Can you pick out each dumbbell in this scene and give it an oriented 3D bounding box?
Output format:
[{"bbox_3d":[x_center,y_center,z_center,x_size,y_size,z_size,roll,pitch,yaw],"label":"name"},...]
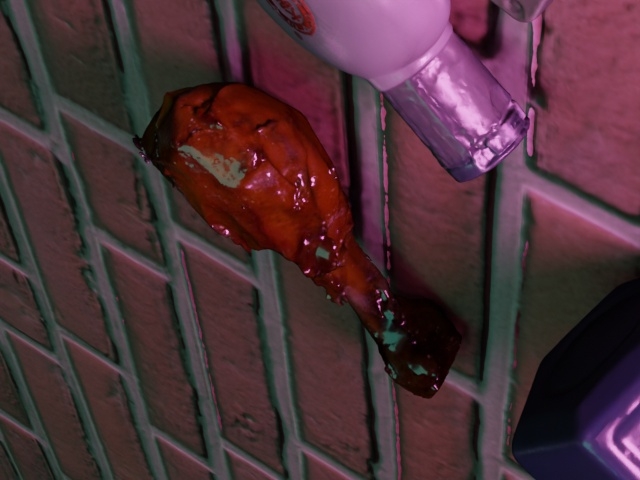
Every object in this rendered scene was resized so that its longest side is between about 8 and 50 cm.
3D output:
[{"bbox_3d":[0.263,0.163,1.001,0.325,0.144,0.160,43,154,-8],"label":"dumbbell"}]

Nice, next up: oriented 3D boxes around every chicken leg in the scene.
[{"bbox_3d":[0.000,0.000,1.182,0.304,0.093,0.113,46,174,-34],"label":"chicken leg"}]

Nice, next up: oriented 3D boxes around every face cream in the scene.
[{"bbox_3d":[-0.001,-0.151,0.921,0.291,0.071,0.144,47,164,-18],"label":"face cream"}]

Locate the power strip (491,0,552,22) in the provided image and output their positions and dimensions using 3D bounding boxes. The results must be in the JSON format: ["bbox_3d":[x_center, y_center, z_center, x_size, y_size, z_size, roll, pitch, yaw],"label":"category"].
[{"bbox_3d":[0.114,-0.158,0.761,0.145,0.061,0.215,38,156,7],"label":"power strip"}]
